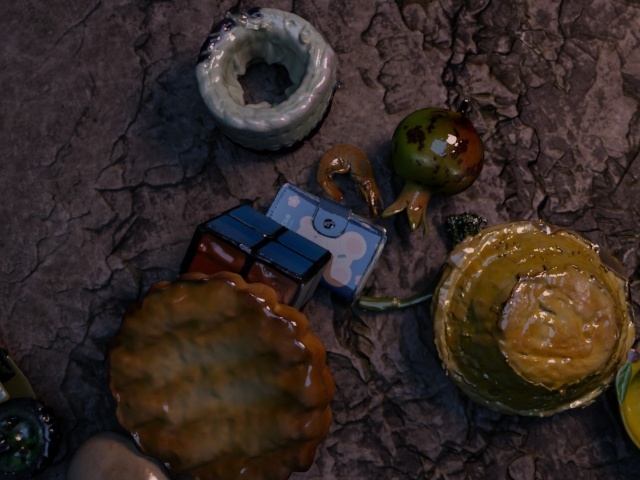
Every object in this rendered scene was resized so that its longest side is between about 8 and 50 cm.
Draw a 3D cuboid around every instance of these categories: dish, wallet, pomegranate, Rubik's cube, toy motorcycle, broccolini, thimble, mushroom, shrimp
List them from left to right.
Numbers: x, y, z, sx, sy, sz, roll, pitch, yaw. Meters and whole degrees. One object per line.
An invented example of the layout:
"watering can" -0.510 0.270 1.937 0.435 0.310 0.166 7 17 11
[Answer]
"toy motorcycle" -0.593 0.229 1.046 0.237 0.169 0.410 -35 76 -10
"mushroom" -0.286 0.370 1.012 0.206 0.209 0.206 3 122 4
"Rubik's cube" -0.112 0.069 1.019 0.183 0.167 0.180 28 109 8
"thimble" -0.084 -0.266 1.110 0.237 0.150 0.237 0 80 1
"wallet" 0.000 0.000 1.109 0.202 0.059 0.141 27 89 8
"shrimp" 0.048 -0.099 1.113 0.095 0.045 0.162 -10 59 -18
"broccolini" 0.179 0.036 1.100 0.271 0.062 0.123 -23 74 0
"pomegranate" 0.180 -0.115 1.072 0.156 0.156 0.220 17 77 5
"dish" 0.530 0.259 1.034 0.149 0.080 0.207 -29 82 0

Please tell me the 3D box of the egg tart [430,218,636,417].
"egg tart" 0.340 0.125 1.015 0.341 0.132 0.341 0 90 -6

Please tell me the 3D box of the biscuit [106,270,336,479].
"biscuit" -0.135 0.192 0.915 0.326 0.107 0.325 4 107 12
